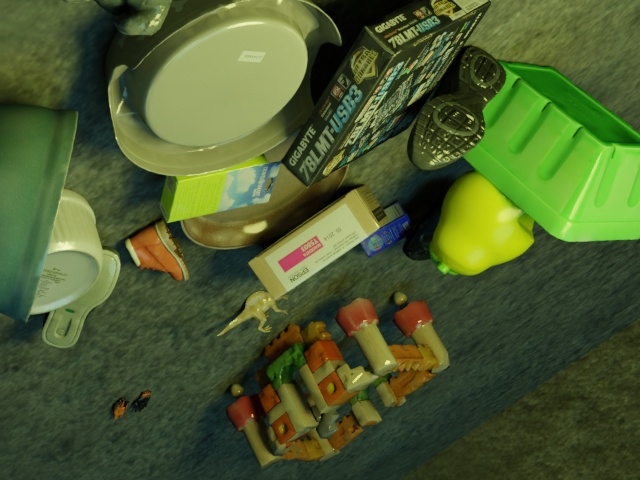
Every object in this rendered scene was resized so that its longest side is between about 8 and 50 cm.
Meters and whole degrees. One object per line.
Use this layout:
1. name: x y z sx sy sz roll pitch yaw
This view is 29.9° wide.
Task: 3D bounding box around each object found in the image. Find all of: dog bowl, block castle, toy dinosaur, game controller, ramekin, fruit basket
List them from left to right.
1. ramekin: -0.436 0.024 1.858 0.207 0.109 0.207 -22 151 -13
2. dog bowl: -0.145 -0.243 1.693 0.349 0.102 0.348 -23 151 -13
3. toy dinosaur: -0.126 0.141 2.405 0.183 0.053 0.092 -36 136 -1
4. block castle: 0.027 0.296 2.620 0.453 0.212 0.303 -42 153 27
5. game controller: 0.296 -0.038 2.440 0.319 0.067 0.166 -8 132 -50
6. fruit basket: 0.359 -0.089 2.116 0.283 0.392 0.392 -2 141 -41

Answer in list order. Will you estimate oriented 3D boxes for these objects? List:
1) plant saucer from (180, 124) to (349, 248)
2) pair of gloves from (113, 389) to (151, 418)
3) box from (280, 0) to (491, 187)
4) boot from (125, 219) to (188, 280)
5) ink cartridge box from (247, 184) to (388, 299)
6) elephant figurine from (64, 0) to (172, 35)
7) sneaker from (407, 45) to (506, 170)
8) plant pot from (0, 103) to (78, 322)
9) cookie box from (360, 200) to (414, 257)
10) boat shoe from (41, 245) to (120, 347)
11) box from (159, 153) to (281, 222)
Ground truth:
1. plant saucer: -0.100 -0.099 2.023 0.311 0.050 0.310 -23 151 -13
2. pair of gloves: -0.398 0.344 2.516 0.083 0.010 0.074 -14 147 -30
3. box: 0.102 -0.243 1.841 0.293 0.073 0.295 -33 162 -45
4. boot: -0.281 0.029 2.066 0.085 0.059 0.158 -25 143 -1
5. ink cartridge box: 0.000 0.000 2.155 0.235 0.088 0.193 -34 -179 10
6. elephant figurine: -0.288 -0.334 1.383 0.239 0.169 0.186 15 102 -32
7. sneaker: 0.213 -0.197 1.981 0.286 0.109 0.130 -52 -177 -40
8. plant pot: -0.452 -0.053 1.581 0.196 0.293 0.293 13 136 -16
9. cookie box: 0.124 -0.022 2.357 0.107 0.040 0.092 -29 153 1
10. boat shoe: -0.406 0.082 2.026 0.084 0.079 0.233 26 126 -18
11. box: -0.159 -0.089 1.893 0.178 0.042 0.109 -13 148 -26
